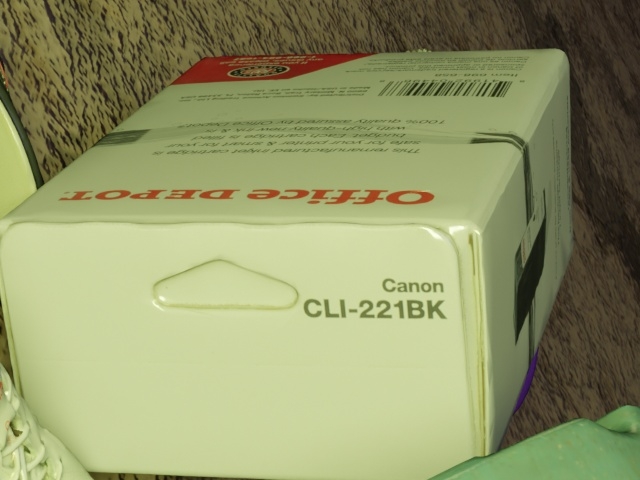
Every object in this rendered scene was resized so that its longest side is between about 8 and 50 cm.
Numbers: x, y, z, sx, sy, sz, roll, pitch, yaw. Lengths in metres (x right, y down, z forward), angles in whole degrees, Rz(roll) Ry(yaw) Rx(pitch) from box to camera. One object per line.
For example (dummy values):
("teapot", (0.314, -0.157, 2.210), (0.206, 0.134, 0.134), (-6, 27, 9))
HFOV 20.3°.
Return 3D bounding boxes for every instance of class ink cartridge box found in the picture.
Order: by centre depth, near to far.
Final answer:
("ink cartridge box", (0.000, 0.000, 0.804), (0.273, 0.197, 0.114), (-52, 140, -66))

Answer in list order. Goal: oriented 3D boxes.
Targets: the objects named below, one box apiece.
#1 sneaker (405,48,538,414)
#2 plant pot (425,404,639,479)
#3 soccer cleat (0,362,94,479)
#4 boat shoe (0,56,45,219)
("sneaker", (0.109, 0.014, 1.185), (0.146, 0.102, 0.293), (42, 30, -43))
("plant pot", (0.086, 0.258, 0.612), (0.334, 0.341, 0.341), (62, 21, 14))
("soccer cleat", (-0.130, 0.067, 0.634), (0.196, 0.076, 0.068), (43, 30, -42))
("boat shoe", (-0.150, -0.062, 0.766), (0.133, 0.049, 0.042), (60, 30, 3))
